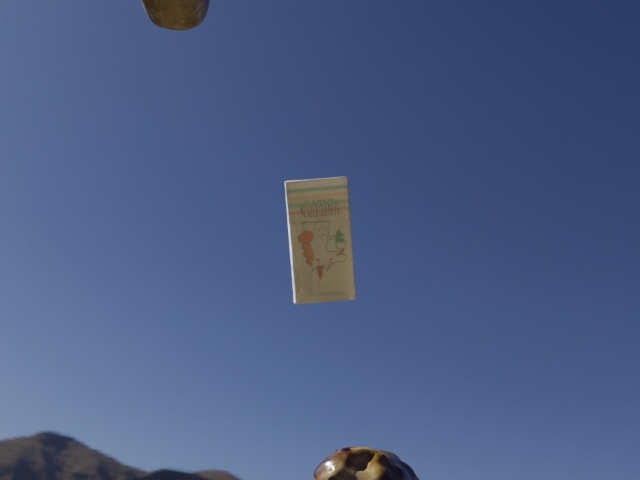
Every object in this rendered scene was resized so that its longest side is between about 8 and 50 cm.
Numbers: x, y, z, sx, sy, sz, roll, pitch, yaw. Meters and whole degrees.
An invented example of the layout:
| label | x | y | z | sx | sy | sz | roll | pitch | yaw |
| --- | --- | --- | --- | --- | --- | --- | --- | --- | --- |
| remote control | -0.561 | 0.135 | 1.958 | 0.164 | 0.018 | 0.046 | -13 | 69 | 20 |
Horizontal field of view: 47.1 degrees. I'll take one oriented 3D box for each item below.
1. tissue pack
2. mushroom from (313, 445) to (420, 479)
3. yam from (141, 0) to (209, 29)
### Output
| label | x | y | z | sx | sy | sz | roll | pitch | yaw |
| --- | --- | --- | --- | --- | --- | --- | --- | --- | --- |
| tissue pack | 0.000 | 0.000 | 0.634 | 0.056 | 0.108 | 0.023 | -3 | 6 | -1 |
| mushroom | 0.028 | 0.327 | 0.455 | 0.345 | 0.239 | 0.345 | 27 | -48 | 34 |
| yam | -0.125 | -0.306 | 0.539 | 0.081 | 0.081 | 0.357 | 8 | -28 | -1 |
